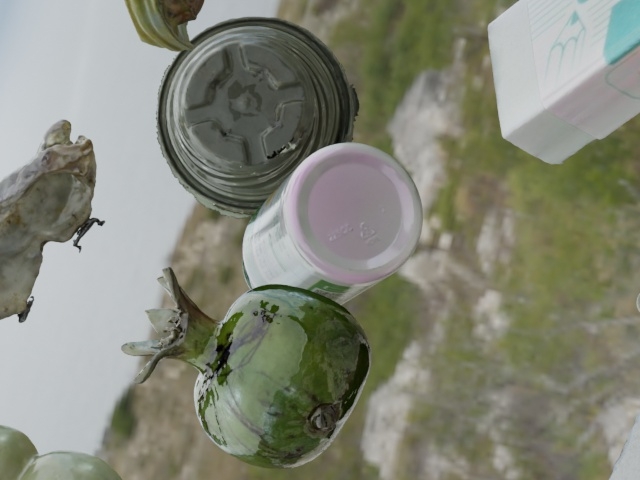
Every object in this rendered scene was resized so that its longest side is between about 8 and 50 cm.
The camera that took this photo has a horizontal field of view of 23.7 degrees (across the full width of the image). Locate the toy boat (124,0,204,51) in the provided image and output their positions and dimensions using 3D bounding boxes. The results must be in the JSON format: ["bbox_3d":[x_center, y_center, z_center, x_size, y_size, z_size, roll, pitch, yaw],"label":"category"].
[{"bbox_3d":[-0.132,-0.216,1.232,0.172,0.066,0.065,73,-178,-56],"label":"toy boat"}]

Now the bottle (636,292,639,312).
[{"bbox_3d":[0.434,0.096,1.907,0.063,0.101,0.047,-24,49,19],"label":"bottle"}]

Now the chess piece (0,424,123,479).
[{"bbox_3d":[-0.342,0.236,1.438,0.182,0.330,0.182,14,-90,-83],"label":"chess piece"}]

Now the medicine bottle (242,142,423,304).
[{"bbox_3d":[0.000,0.000,1.487,0.274,0.133,0.133,137,143,-72],"label":"medicine bottle"}]

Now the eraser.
[{"bbox_3d":[0.188,-0.140,0.835,0.225,0.052,0.096,-37,42,38],"label":"eraser"}]

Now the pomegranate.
[{"bbox_3d":[-0.058,0.095,1.229,0.152,0.191,0.131,-59,4,6],"label":"pomegranate"}]

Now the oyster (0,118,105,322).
[{"bbox_3d":[-0.401,0.000,1.958,0.337,0.133,0.198,-43,48,5],"label":"oyster"}]

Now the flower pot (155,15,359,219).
[{"bbox_3d":[-0.078,-0.142,1.685,0.140,0.235,0.235,-6,-71,-87],"label":"flower pot"}]

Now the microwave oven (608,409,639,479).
[{"bbox_3d":[0.460,0.286,1.578,0.432,0.236,0.374,-65,6,-8],"label":"microwave oven"}]
